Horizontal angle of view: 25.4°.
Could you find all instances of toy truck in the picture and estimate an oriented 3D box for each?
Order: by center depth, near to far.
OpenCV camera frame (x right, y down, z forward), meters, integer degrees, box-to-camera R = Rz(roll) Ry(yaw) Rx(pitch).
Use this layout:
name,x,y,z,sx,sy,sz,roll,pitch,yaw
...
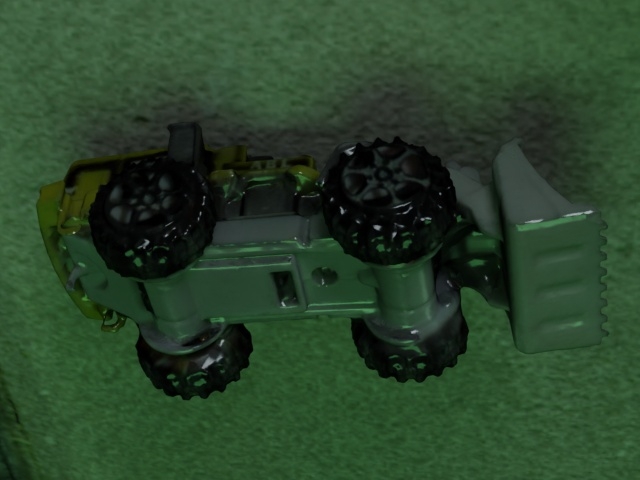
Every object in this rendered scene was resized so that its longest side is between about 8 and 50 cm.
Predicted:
name,x,y,z,sx,sy,sz,roll,pitch,yaw
toy truck,0.000,0.000,0.722,0.286,0.111,0.136,-2,139,10
